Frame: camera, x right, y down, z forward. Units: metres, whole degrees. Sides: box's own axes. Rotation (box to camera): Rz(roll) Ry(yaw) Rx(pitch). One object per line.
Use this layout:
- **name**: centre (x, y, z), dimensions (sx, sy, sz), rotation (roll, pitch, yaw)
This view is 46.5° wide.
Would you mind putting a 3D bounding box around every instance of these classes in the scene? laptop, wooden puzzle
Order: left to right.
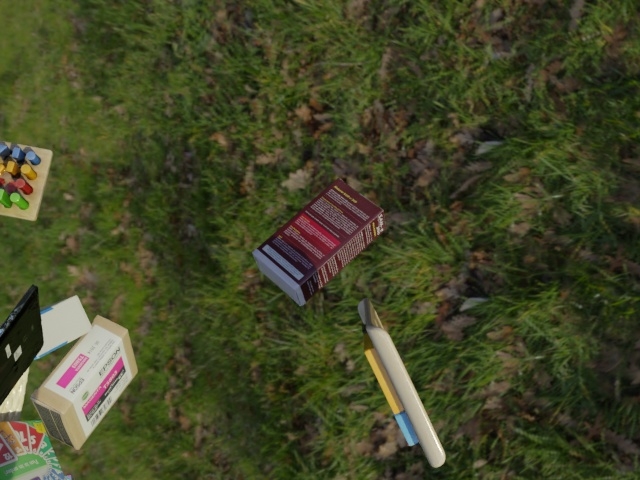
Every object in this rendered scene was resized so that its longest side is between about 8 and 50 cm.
- **laptop**: centre (-0.451, 0.163, 0.851), dimensions (0.136, 0.264, 0.234), rotation (31, 152, -4)
- **wooden puzzle**: centre (0.110, 0.209, 1.131), dimensions (0.044, 0.239, 0.221), rotation (-25, 95, 0)

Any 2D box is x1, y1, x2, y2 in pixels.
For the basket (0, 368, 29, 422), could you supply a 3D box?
- **basket**: centre (-0.563, 0.259, 1.229), dimensions (0.103, 0.113, 0.167), rotation (12, 93, 27)

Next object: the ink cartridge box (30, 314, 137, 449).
- **ink cartridge box**: centre (-0.515, 0.316, 1.655), dimensions (0.088, 0.235, 0.193), rotation (24, 144, 13)

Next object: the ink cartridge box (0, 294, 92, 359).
- **ink cartridge box**: centre (-0.601, 0.195, 1.539), dimensions (0.203, 0.148, 0.086), rotation (-18, 99, 33)

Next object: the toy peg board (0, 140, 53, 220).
- **toy peg board**: centre (-0.677, -0.140, 1.589), dimensions (0.161, 0.079, 0.161), rotation (11, 78, -3)

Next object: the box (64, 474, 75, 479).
- **box**: centre (-0.626, 0.670, 1.523), dimensions (0.177, 0.279, 0.290), rotation (104, 153, -60)

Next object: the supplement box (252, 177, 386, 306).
- **supplement box**: centre (0.000, 0.000, 1.462), dimensions (0.239, 0.073, 0.130), rotation (-41, 59, -16)

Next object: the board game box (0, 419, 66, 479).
- **board game box**: centre (-0.443, 0.388, 1.138), dimensions (0.039, 0.124, 0.259), rotation (-46, 58, 19)
